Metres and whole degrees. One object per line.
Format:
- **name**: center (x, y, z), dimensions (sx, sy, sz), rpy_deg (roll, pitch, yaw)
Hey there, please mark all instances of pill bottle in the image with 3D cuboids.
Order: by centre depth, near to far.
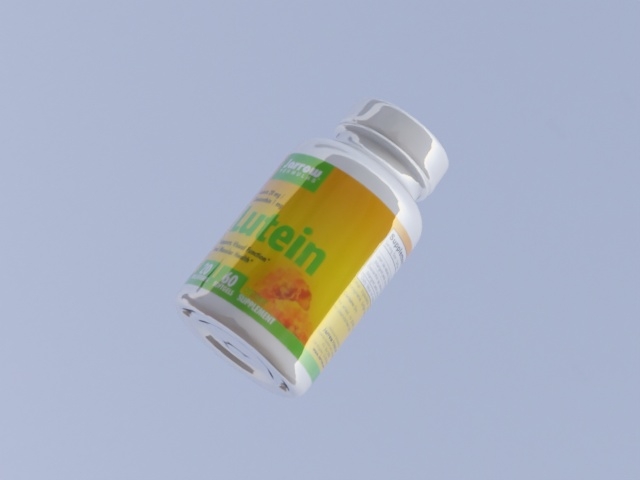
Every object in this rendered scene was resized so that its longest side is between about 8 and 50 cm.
- **pill bottle**: center (0.000, 0.000, 1.238), dimensions (0.136, 0.245, 0.136), rpy_deg (34, -17, 12)
